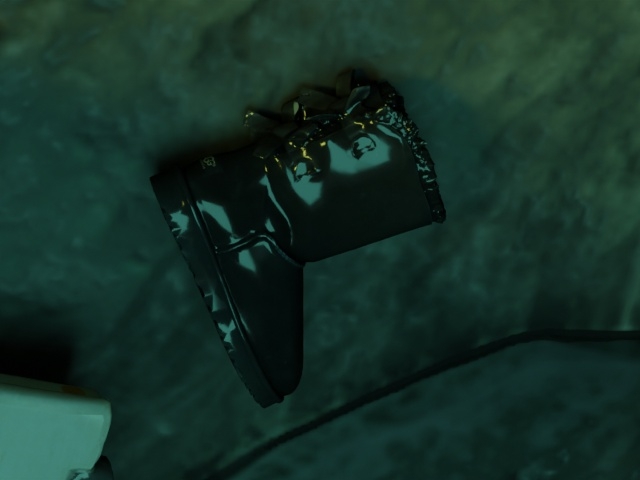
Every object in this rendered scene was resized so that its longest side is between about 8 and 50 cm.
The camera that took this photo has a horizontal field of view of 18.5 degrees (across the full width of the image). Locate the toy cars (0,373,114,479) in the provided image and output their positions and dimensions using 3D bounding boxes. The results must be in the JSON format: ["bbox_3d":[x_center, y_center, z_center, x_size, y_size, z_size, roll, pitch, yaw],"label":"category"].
[{"bbox_3d":[-0.111,0.202,0.826,0.176,0.087,0.394,-25,120,-1],"label":"toy cars"}]

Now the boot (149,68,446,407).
[{"bbox_3d":[0.000,0.000,0.744,0.099,0.045,0.121,-23,122,0],"label":"boot"}]
